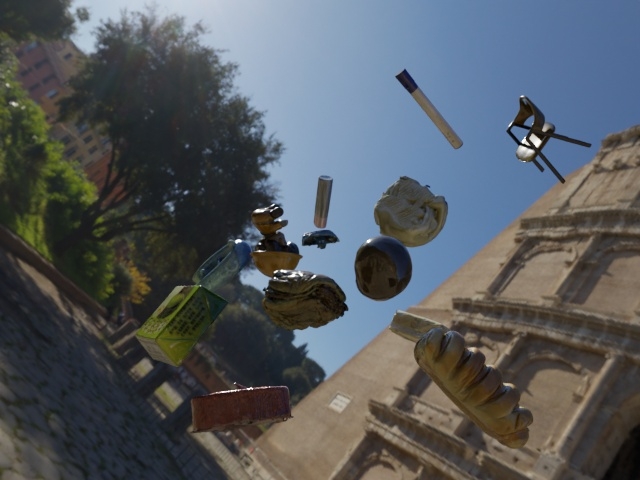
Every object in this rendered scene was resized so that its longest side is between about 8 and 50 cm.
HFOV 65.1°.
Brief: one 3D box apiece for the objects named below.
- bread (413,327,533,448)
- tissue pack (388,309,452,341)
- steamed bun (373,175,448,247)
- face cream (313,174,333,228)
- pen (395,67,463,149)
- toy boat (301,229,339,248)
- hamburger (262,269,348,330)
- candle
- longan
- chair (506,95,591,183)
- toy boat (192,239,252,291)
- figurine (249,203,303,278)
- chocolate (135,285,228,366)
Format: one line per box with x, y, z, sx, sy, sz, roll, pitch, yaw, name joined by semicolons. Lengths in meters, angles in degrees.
0.349;0.327;1.138;0.311;0.121;0.173;45;-12;9;bread
0.366;0.326;1.786;0.196;0.092;0.148;14;-15;44;tissue pack
0.430;-0.109;2.398;0.345;0.394;0.238;-2;-42;10;steamed bun
0.010;-0.149;1.942;0.084;0.057;0.199;-111;-155;-62;face cream
0.291;-0.344;1.324;0.269;0.033;0.033;44;-19;-21;pen
0.000;0.000;1.752;0.060;0.137;0.061;111;-34;-50;toy boat
-0.041;0.135;1.242;0.205;0.130;0.183;-10;-32;19;hamburger
-0.211;0.482;1.476;0.287;0.132;0.316;-21;-23;33;candle
0.165;0.077;1.349;0.167;0.167;0.187;40;-47;16;longan
0.700;-0.327;1.607;0.246;0.173;0.159;26;18;-11;chair
-0.467;0.109;2.297;0.123;0.329;0.215;53;8;-26;toy boat
-0.173;0.011;1.772;0.192;0.167;0.257;-1;-68;59;figurine
-0.526;0.303;1.862;0.137;0.289;0.300;47;-29;-21;chocolate
